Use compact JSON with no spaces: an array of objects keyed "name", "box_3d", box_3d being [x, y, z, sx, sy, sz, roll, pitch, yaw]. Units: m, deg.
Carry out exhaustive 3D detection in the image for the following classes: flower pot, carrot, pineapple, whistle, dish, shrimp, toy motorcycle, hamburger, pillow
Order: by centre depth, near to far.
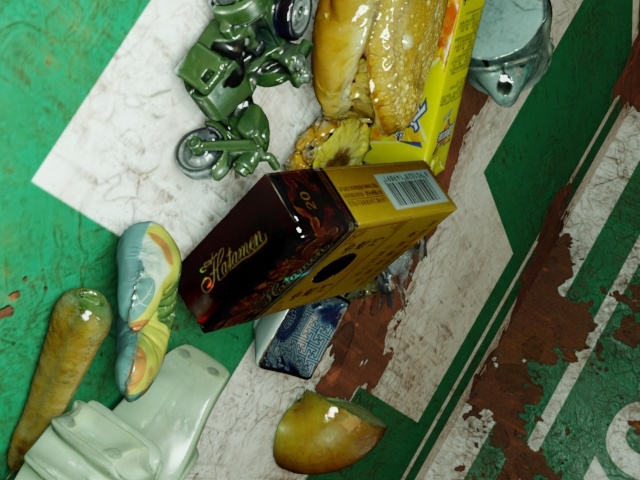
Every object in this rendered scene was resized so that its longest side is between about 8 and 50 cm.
[{"name":"toy motorcycle","box_3d":[-0.102,-0.213,1.077,0.275,0.127,0.205,-60,157,-13]},{"name":"carrot","box_3d":[-0.353,0.197,1.084,0.078,0.078,0.298,4,116,-62]},{"name":"pillow","box_3d":[-0.234,0.091,1.091,0.214,0.086,0.233,-89,-170,-57]},{"name":"flower pot","box_3d":[-0.276,0.316,1.180,0.254,0.164,0.367,-66,165,22]},{"name":"hamburger","box_3d":[0.089,-0.319,1.226,0.290,0.170,0.314,-39,144,-75]},{"name":"pineapple","box_3d":[0.004,-0.132,1.398,0.225,0.076,0.225,-46,153,-32]},{"name":"dish","box_3d":[-0.051,0.155,1.564,0.182,0.080,0.243,-61,154,-3]},{"name":"whistle","box_3d":[0.395,-0.468,1.666,0.405,0.188,0.168,-61,154,-5]},{"name":"shrimp","box_3d":[0.146,0.006,1.711,0.116,0.145,0.343,-11,118,-15]},{"name":"shrimp","box_3d":[0.139,0.055,1.841,0.254,0.059,0.145,-23,131,-53]}]

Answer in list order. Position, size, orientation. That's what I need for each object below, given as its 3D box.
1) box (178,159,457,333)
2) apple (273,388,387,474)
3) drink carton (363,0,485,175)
[{"name":"box","box_3d":[-0.001,0.000,1.313,0.264,0.116,0.415,-41,162,34]},{"name":"apple","box_3d":[0.027,0.443,1.930,0.346,0.254,0.179,35,42,-64]},{"name":"drink carton","box_3d":[0.171,-0.287,1.465,0.111,0.154,0.351,-32,140,-47]}]
